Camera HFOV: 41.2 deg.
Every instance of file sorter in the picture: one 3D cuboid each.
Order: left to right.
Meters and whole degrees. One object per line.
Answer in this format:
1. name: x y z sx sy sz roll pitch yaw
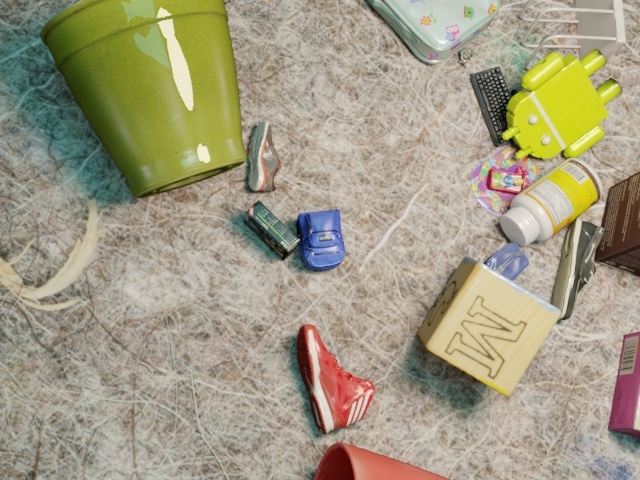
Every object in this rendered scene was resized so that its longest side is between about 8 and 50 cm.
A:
1. file sorter: 0.551 -0.534 1.915 0.173 0.193 0.277 0 77 -6

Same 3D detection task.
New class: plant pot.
1. plant pot: -0.311 -0.281 1.670 0.367 0.366 0.352 -19 93 -12
2. plant pot: 0.128 0.530 1.587 0.243 0.275 0.274 13 76 -16

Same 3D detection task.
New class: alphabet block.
1. alphabet block: 0.330 0.166 1.699 0.193 0.192 0.197 31 92 1

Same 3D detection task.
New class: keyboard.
1. keyboard: 0.417 -0.307 1.929 0.108 0.023 0.180 -16 81 -12

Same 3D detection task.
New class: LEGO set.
1. LEGO set: 0.331 -0.435 1.943 0.054 0.023 0.083 -18 81 -12

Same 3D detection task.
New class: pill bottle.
1. pill bottle: 0.495 -0.078 1.838 0.215 0.117 0.117 -34 84 -14

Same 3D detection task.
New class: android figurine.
1. android figurine: 0.520 -0.287 1.860 0.273 0.056 0.248 -37 119 4

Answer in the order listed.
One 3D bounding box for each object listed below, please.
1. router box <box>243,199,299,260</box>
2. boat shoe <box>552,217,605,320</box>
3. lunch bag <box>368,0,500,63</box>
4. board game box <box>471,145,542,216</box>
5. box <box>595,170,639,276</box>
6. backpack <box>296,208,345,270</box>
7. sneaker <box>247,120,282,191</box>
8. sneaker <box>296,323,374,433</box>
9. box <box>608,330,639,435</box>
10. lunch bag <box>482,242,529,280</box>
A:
1. router box: -0.102 -0.020 1.750 0.122 0.092 0.038 44 75 3
2. boat shoe: 0.557 0.066 1.835 0.079 0.084 0.233 20 72 -3
3. lunch bag: 0.239 -0.548 1.909 0.224 0.108 0.279 -39 82 -8
4. board game box: 0.418 -0.136 1.885 0.169 0.033 0.133 -36 85 -15
5. box: 0.725 -0.060 1.733 0.143 0.381 0.191 18 75 -5
6. backpack: 0.000 0.000 1.758 0.098 0.101 0.120 -7 82 -3
7. sneaker: -0.114 -0.174 1.811 0.065 0.061 0.157 13 75 -33
8. sneaker: 0.032 0.268 1.722 0.128 0.087 0.221 -12 92 -19
9. box: 0.758 0.323 1.790 0.243 0.117 0.213 16 75 -4
10. lunch bag: 0.398 0.052 1.823 0.098 0.065 0.067 -38 86 -14
